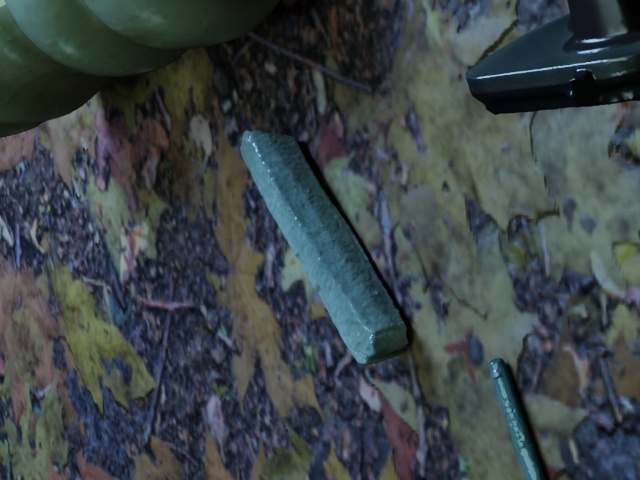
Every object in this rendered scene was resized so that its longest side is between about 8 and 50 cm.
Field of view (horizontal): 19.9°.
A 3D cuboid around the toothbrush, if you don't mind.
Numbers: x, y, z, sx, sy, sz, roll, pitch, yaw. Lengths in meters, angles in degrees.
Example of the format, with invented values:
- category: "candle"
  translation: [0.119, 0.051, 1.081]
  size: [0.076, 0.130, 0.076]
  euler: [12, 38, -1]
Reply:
- category: "toothbrush"
  translation: [0.116, 0.140, 0.949]
  size: [0.011, 0.014, 0.167]
  euler: [-27, 75, 38]

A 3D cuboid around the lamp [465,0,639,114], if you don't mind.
- category: "lamp"
  translation: [0.083, -0.195, 0.794]
  size: [0.203, 0.124, 0.283]
  euler: [-5, 94, 52]

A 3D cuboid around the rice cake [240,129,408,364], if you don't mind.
- category: "rice cake"
  translation: [0.001, 0.000, 1.068]
  size: [0.171, 0.033, 0.029]
  euler: [59, 145, 28]

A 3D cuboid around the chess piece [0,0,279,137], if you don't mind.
- category: "chess piece"
  translation: [-0.146, -0.167, 1.133]
  size: [0.330, 0.182, 0.182]
  euler: [-7, 93, 52]
